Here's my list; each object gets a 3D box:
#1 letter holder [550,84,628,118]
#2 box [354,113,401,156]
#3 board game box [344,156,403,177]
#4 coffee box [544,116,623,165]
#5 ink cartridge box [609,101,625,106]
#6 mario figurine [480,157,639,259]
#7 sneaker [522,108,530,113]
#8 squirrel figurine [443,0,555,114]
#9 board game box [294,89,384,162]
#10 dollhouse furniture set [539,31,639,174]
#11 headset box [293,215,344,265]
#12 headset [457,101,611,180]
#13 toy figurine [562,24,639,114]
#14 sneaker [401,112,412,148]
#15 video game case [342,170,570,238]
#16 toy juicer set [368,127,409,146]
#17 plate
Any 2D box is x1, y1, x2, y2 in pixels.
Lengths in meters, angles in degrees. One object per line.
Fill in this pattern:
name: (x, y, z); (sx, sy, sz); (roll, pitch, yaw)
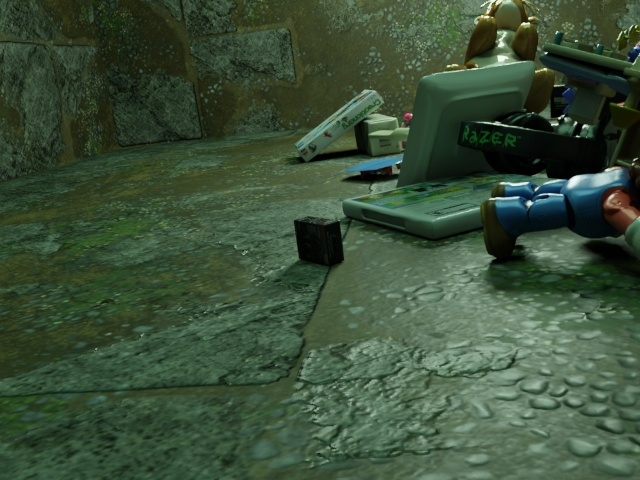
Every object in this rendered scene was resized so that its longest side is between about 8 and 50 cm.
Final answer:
letter holder: (0.833, -0.372, 1.987); (0.215, 0.151, 0.302); (-14, 15, -34)
box: (0.177, -0.338, 2.264); (0.094, 0.113, 0.275); (-10, 12, -5)
board game box: (0.144, -0.176, 1.774); (0.133, 0.033, 0.169); (-23, 15, -35)
coffee box: (0.601, -0.226, 1.599); (0.247, 0.098, 0.141); (3, 17, 36)
ink cartridge box: (0.756, -0.266, 1.662); (0.063, 0.109, 0.150); (-15, 16, -26)
mario figurine: (0.379, -0.022, 0.907); (0.321, 0.170, 0.198); (-9, 54, 33)
sneaker: (0.550, -0.291, 1.857); (0.105, 0.115, 0.281); (6, 19, 44)
squirrel figurine: (0.513, -0.490, 2.030); (0.281, 0.397, 0.370); (0, 59, 16)
board game box: (0.053, -0.371, 2.281); (0.305, 0.053, 0.193); (-37, 14, 4)
dollhouse furniture set: (0.404, -0.182, 1.041); (0.304, 0.198, 0.286); (0, 23, -41)
headset box: (0.000, 0.000, 1.046); (0.032, 0.062, 0.083); (-17, 17, -34)
headset: (0.440, -0.204, 1.362); (0.394, 0.185, 0.243); (3, 11, -41)
toy figurine: (0.643, -0.328, 1.611); (0.217, 0.191, 0.363); (-36, -2, 43)
sneaker: (0.396, -0.350, 2.194); (0.299, 0.111, 0.121); (-9, 14, -13)
video game case: (0.251, -0.072, 1.278); (0.329, 0.036, 0.300); (-14, 15, -24)
toy juicer set: (0.287, -0.229, 1.601); (0.329, 0.089, 0.209); (-10, 13, -2)
plate: (0.302, -0.219, 1.451); (0.278, 0.277, 0.045); (-13, 44, -22)
